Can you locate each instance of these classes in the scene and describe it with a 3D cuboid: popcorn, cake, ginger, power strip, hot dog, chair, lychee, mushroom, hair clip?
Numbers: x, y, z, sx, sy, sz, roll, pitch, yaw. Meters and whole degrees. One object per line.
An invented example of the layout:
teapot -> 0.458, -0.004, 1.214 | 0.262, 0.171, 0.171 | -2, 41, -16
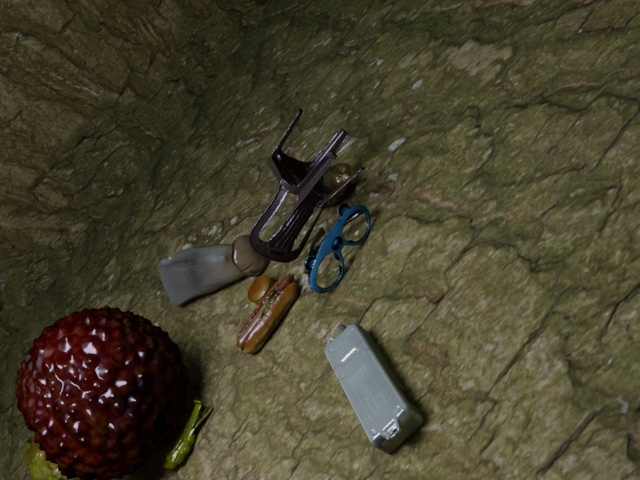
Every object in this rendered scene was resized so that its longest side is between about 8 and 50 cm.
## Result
popcorn -> -0.738, 0.584, 1.849 | 0.233, 0.192, 0.266 | -31, 47, 24
cake -> -0.156, 0.133, 1.719 | 0.084, 0.044, 0.084 | -31, 38, 29
ginger -> 0.013, -0.146, 1.740 | 0.157, 0.102, 0.216 | -42, 20, -34
power strip -> 0.091, 0.269, 1.247 | 0.098, 0.058, 0.338 | -47, 32, 8
hot dog -> -0.132, 0.179, 1.622 | 0.235, 0.062, 0.092 | -56, 28, -10
chair -> -0.056, -0.125, 1.593 | 0.326, 0.175, 0.183 | -49, 46, 23
lychee -> -0.546, 0.360, 1.627 | 0.424, 0.424, 0.500 | -41, 36, 16
mushroom -> -0.331, 0.078, 1.902 | 0.407, 0.154, 0.137 | -22, 1, 35
hair clip -> -0.331, 0.478, 1.579 | 0.072, 0.046, 0.173 | -13, 45, 58

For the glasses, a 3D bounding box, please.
glasses -> 0.031, 0.020, 1.585 | 0.239, 0.102, 0.207 | -58, 4, -9
